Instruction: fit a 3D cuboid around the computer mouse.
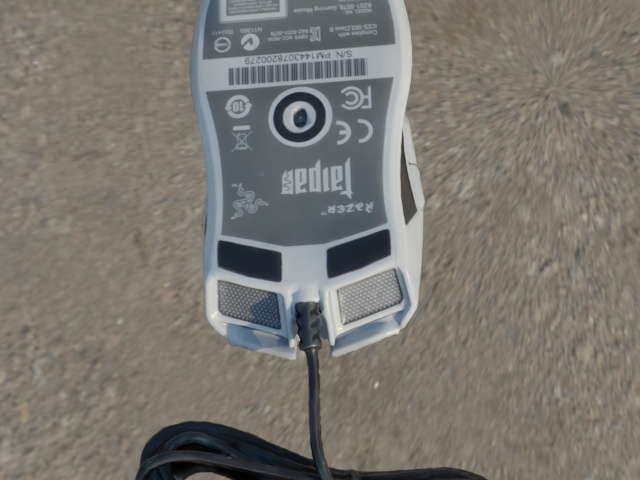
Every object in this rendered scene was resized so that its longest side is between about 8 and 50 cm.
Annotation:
[{"bbox_3d":[0.000,0.000,0.432,0.106,0.042,0.193,-3,73,8],"label":"computer mouse"}]
